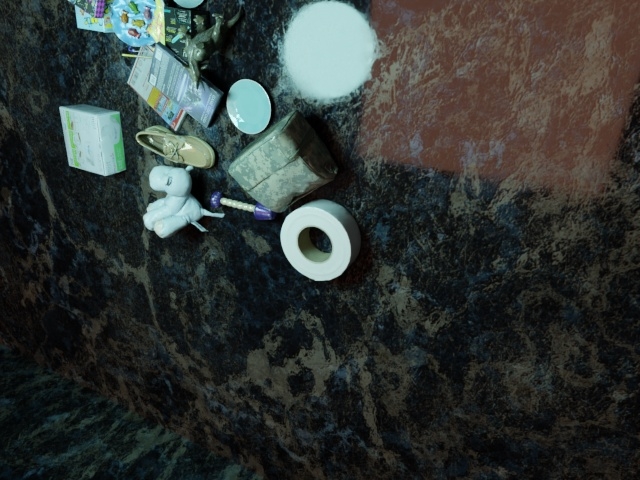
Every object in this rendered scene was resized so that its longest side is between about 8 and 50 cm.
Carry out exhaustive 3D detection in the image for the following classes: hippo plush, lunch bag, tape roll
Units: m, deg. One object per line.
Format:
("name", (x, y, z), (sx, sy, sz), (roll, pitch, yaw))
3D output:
("hippo plush", (-0.582, -0.162, 1.795), (0.294, 0.234, 0.237), (19, 136, 22))
("lunch bag", (-0.121, -0.247, 1.549), (0.305, 0.213, 0.256), (-27, 114, 37))
("tape roll", (0.000, 0.000, 1.659), (0.286, 0.100, 0.286), (11, 116, 23))

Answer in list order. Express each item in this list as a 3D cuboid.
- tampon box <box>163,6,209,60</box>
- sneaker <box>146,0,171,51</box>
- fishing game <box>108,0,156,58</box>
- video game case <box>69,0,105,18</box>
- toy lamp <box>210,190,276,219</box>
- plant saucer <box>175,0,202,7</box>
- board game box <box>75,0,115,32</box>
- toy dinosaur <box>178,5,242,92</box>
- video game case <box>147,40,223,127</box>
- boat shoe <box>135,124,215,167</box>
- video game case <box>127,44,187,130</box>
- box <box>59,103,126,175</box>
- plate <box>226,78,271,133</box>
("tampon box", (-0.463, -0.716, 1.591), (0.120, 0.101, 0.161), (19, 120, 20))
("sneaker", (-0.571, -0.758, 1.617), (0.094, 0.081, 0.209), (1, 121, -3))
("fishing game", (-0.661, -0.794, 1.643), (0.189, 0.041, 0.264), (6, 110, -12))
("video game case", (-0.811, -0.917, 1.553), (0.210, 0.042, 0.232), (35, 123, 10))
("toy lamp", (-0.297, -0.132, 1.775), (0.274, 0.080, 0.080), (13, 117, 22))
("plant saucer", (-0.440, -0.890, 1.541), (0.194, 0.037, 0.195), (11, 116, 24))
("board game box", (-0.790, -0.911, 1.657), (0.144, 0.142, 0.275), (18, 119, 21))
("toy dinosaur", (-0.378, -0.662, 1.513), (0.121, 0.160, 0.314), (30, 81, -3))
("video game case", (-0.491, -0.554, 1.653), (0.274, 0.026, 0.196), (37, 144, -8))
("boat shoe", (-0.571, -0.358, 1.804), (0.341, 0.110, 0.122), (21, 120, 19))
("video game case", (-0.614, -0.597, 1.774), (0.285, 0.025, 0.204), (45, 125, 4))
("box", (-0.984, -0.438, 1.984), (0.231, 0.127, 0.262), (15, 118, 22))
("plate", (-0.251, -0.476, 1.630), (0.188, 0.024, 0.188), (12, 118, 24))
